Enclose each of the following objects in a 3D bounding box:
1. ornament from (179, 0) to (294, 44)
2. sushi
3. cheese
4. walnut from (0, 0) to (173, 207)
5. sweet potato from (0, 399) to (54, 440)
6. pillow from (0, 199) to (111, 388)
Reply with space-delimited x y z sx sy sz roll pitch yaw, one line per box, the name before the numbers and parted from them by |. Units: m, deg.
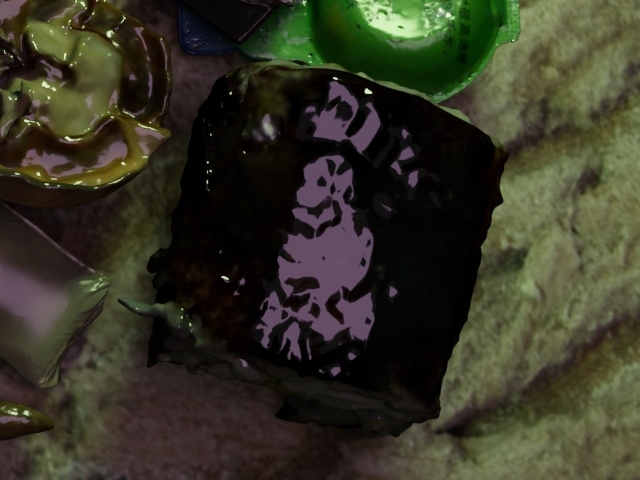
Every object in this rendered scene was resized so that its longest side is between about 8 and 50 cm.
ornament | -0.082 -0.303 1.754 0.166 0.196 0.153 37 76 17
sushi | 0.001 0.002 1.719 0.281 0.299 0.294 18 81 2
cheese | 0.027 -0.218 1.858 0.320 0.083 0.204 -1 73 -3
walnut | -0.243 -0.141 1.748 0.204 0.141 0.238 -12 86 -29
sweet potato | -0.311 0.154 1.748 0.153 0.038 0.041 13 56 -6
pillow | -0.288 0.028 1.759 0.208 0.053 0.119 37 73 -6
